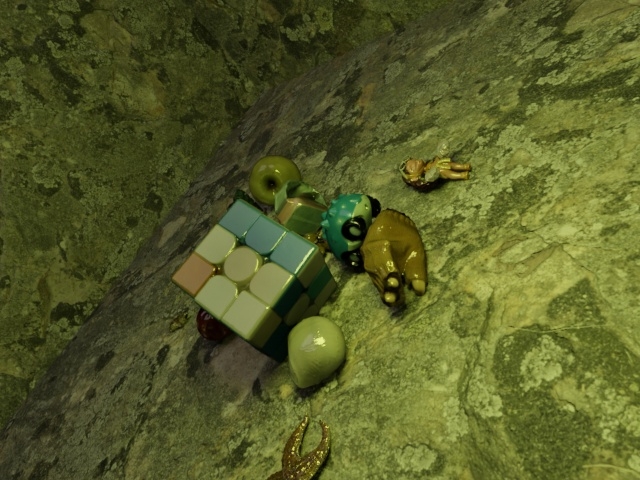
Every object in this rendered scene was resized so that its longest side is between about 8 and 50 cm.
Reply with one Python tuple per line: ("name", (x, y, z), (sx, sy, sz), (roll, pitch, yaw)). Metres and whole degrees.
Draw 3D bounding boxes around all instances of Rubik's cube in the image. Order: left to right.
("Rubik's cube", (-0.196, 0.137, 1.526), (0.344, 0.346, 0.347), (30, 76, 25))

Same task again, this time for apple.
("apple", (-0.228, -0.300, 2.316), (0.262, 0.262, 0.262), (-31, 33, 22))

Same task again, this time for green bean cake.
("green bean cake", (-0.419, -0.131, 2.396), (0.208, 0.193, 0.107), (-35, 37, 19))

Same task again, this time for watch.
("watch", (-0.081, -0.158, 1.962), (0.162, 0.253, 0.241), (-50, 44, 27))

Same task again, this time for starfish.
("starfish", (-0.082, 0.609, 1.206), (0.302, 0.060, 0.299), (-41, 33, 8))

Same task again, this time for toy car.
("toy car", (0.092, -0.042, 1.592), (0.190, 0.255, 0.188), (13, 44, 19))

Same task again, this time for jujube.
("jujube", (-0.416, 0.298, 1.901), (0.168, 0.168, 0.236), (-36, 25, 14))

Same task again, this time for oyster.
("oyster", (-0.672, 0.384, 2.224), (0.146, 0.045, 0.122), (22, 84, 58))

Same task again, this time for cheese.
("cheese", (-0.016, 0.316, 1.394), (0.189, 0.154, 0.198), (-30, 33, 14))

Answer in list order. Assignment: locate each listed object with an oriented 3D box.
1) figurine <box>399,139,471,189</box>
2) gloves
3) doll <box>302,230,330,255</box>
("figurine", (0.391, -0.244, 1.625), (0.240, 0.116, 0.175), (-2, 52, 42))
("gloves", (0.217, 0.055, 1.417), (0.155, 0.203, 0.356), (-51, 16, 36))
("doll", (0.000, 0.000, 1.823), (0.209, 0.097, 0.137), (-14, 36, 33))
